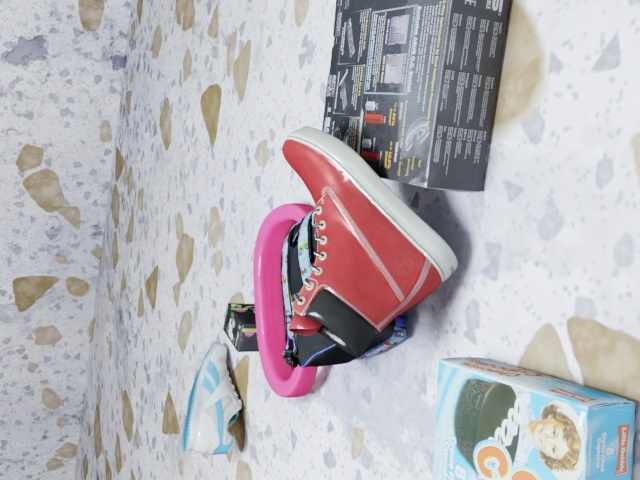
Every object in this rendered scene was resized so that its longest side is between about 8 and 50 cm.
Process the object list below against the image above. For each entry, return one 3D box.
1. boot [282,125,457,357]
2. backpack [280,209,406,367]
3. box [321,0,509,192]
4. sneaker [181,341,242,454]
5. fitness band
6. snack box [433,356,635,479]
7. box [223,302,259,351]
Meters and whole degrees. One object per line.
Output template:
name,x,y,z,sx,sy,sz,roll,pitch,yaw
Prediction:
boot,0.000,0.000,0.760,0.244,0.176,0.088,46,171,22
backpack,0.018,0.055,0.866,0.158,0.116,0.173,-45,50,53
box,0.096,-0.220,0.777,0.242,0.076,0.308,22,108,61
sneaker,-0.194,0.293,1.311,0.229,0.092,0.087,-87,17,-45
fitness band,-0.046,0.087,1.062,0.209,0.054,0.291,-30,61,59
snack box,0.171,0.278,0.616,0.187,0.060,0.322,4,92,63
box,-0.121,0.146,1.192,0.083,0.062,0.052,42,124,57
